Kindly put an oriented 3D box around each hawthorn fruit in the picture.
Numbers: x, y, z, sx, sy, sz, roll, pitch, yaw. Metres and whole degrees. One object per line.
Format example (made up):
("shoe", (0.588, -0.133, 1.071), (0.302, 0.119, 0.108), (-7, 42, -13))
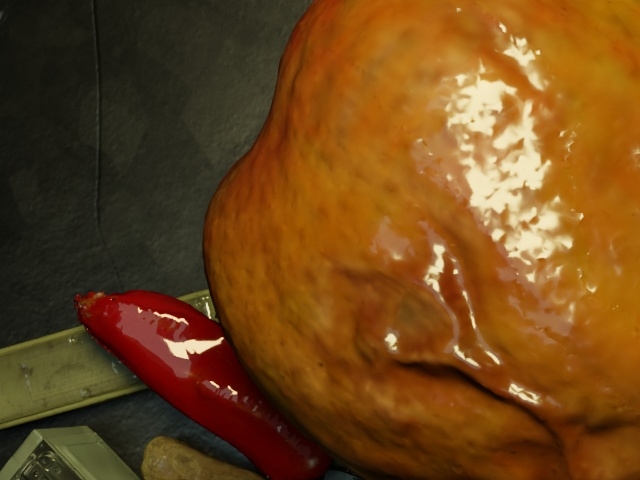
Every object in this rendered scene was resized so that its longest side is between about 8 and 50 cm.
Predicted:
("hawthorn fruit", (0.147, 0.011, 0.725), (0.472, 0.472, 0.471), (-2, 81, 15))

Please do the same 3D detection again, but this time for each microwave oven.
("microwave oven", (-0.297, 0.325, 1.011), (0.162, 0.122, 0.208), (40, 93, 18))

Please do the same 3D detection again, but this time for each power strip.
("power strip", (-0.275, 0.146, 1.066), (0.388, 0.066, 0.092), (-16, 79, 10))

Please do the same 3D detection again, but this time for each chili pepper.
("chili pepper", (-0.083, 0.158, 0.958), (0.388, 0.110, 0.110), (35, 92, -2))

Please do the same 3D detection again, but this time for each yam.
("yam", (-0.050, 0.281, 0.981), (0.300, 0.066, 0.066), (16, 86, 18))

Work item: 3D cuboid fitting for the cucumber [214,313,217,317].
("cucumber", (-0.002, -0.001, 0.982), (0.134, 0.134, 0.244), (25, 82, 18))
